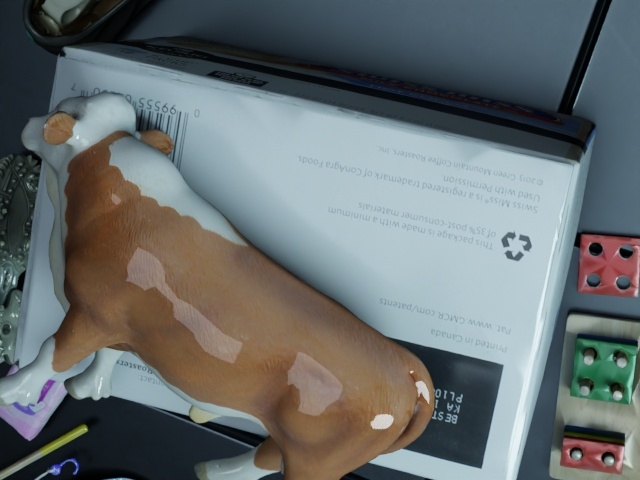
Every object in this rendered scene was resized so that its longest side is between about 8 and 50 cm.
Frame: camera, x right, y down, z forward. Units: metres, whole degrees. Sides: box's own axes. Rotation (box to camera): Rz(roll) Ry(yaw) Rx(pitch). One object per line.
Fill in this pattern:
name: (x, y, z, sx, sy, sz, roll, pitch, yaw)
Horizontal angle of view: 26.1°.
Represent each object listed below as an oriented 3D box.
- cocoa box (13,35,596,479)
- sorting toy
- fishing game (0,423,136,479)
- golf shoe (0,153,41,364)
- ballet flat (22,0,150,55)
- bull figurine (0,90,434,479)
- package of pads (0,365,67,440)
cocoa box: (0.000, 0.000, 0.978, 0.347, 0.228, 0.231, 13, 104, 11)
sorting toy: (0.244, 0.121, 1.037, 0.132, 0.046, 0.274, 8, 101, 12)
fishing game: (-0.184, 0.293, 1.165, 0.189, 0.041, 0.264, -25, 95, 6)
golf shoe: (-0.274, 0.014, 1.134, 0.086, 0.069, 0.176, 6, 86, 41)
ballet flat: (-0.124, -0.242, 1.033, 0.095, 0.096, 0.280, 43, 106, 3)
bull figurine: (-0.085, 0.052, 0.838, 0.310, 0.101, 0.188, 36, 111, 7)
package of pads: (-0.239, 0.122, 1.161, 0.050, 0.032, 0.083, 37, 106, 2)
